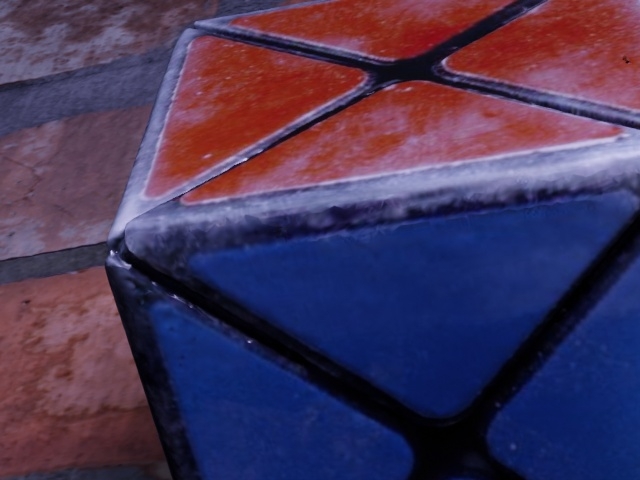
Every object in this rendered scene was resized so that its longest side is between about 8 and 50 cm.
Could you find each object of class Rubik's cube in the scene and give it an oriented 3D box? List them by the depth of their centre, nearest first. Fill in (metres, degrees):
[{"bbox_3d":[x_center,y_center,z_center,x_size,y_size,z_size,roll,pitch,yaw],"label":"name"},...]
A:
[{"bbox_3d":[0.061,0.031,0.875,0.259,0.260,0.255,-6,26,9],"label":"Rubik's cube"}]
